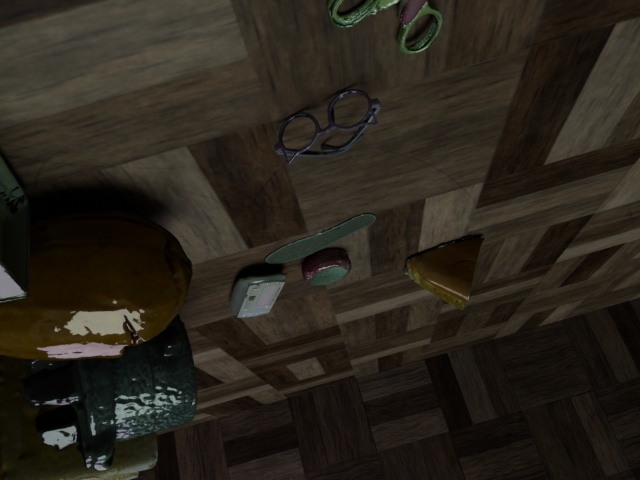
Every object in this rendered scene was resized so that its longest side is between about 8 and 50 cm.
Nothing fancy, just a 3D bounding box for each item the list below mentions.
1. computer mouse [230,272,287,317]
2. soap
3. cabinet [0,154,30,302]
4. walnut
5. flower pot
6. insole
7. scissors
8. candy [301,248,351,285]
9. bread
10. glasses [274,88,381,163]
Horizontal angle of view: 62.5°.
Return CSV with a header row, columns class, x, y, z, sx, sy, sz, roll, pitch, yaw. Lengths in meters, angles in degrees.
class,x,y,z,sx,sy,sz,roll,pitch,yaw
computer mouse,-0.131,0.109,1.100,0.102,0.044,0.199,-6,154,-20
soap,-0.547,0.388,1.147,0.335,0.293,0.156,12,140,-44
cabinet,-0.428,-0.017,0.528,0.206,0.150,0.145,-10,150,-13
walnut,-0.342,0.059,0.695,0.337,0.208,0.209,-2,153,-12
flower pot,-0.398,0.278,1.000,0.283,0.298,0.299,-6,154,-30
insole,0.000,0.001,1.000,0.232,0.003,0.080,-23,155,16
scissors,0.102,-0.258,0.496,0.134,0.019,0.187,8,148,-34
candy,0.012,0.055,1.077,0.103,0.043,0.103,-15,154,-7
bread,0.302,0.049,1.230,0.160,0.169,0.140,-55,160,-13
glasses,0.021,-0.127,0.675,0.140,0.062,0.104,-21,156,14
